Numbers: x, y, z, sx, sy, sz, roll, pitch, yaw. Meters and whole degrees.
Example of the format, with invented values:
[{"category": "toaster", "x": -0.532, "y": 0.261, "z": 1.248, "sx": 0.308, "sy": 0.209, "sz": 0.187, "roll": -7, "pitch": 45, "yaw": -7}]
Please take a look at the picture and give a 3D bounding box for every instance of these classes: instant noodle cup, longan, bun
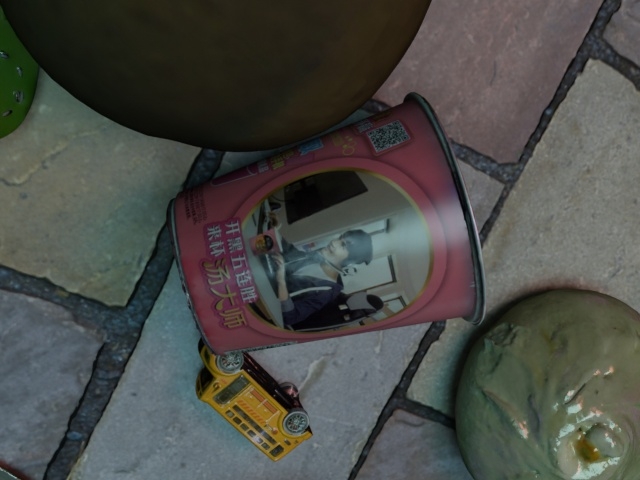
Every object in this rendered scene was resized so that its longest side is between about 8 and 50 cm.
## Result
[{"category": "instant noodle cup", "x": 0.000, "y": 0.000, "z": 0.636, "sx": 0.255, "sy": 0.244, "sz": 0.244, "roll": -15, "pitch": 108, "yaw": 0}, {"category": "longan", "x": -0.072, "y": -0.249, "z": 0.498, "sx": 0.361, "sy": 0.361, "sz": 0.361, "roll": -3, "pitch": 105, "yaw": -13}, {"category": "bun", "x": 0.305, "y": 0.202, "z": 0.775, "sx": 0.283, "sy": 0.179, "sz": 0.283, "roll": -4, "pitch": 105, "yaw": -16}]

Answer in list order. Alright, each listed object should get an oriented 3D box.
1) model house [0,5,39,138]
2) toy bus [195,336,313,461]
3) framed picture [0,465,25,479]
[{"category": "model house", "x": -0.365, "y": -0.232, "z": 0.540, "sx": 0.207, "sy": 0.154, "sz": 0.294, "roll": -23, "pitch": 127, "yaw": -52}, {"category": "toy bus", "x": -0.082, "y": 0.165, "z": 0.730, "sx": 0.074, "sy": 0.069, "sz": 0.162, "roll": -41, "pitch": 111, "yaw": 2}, {"category": "framed picture", "x": -0.414, "y": 0.358, "z": 0.729, "sx": 0.273, "sy": 0.016, "sz": 0.216, "roll": -46, "pitch": 110, "yaw": 2}]
